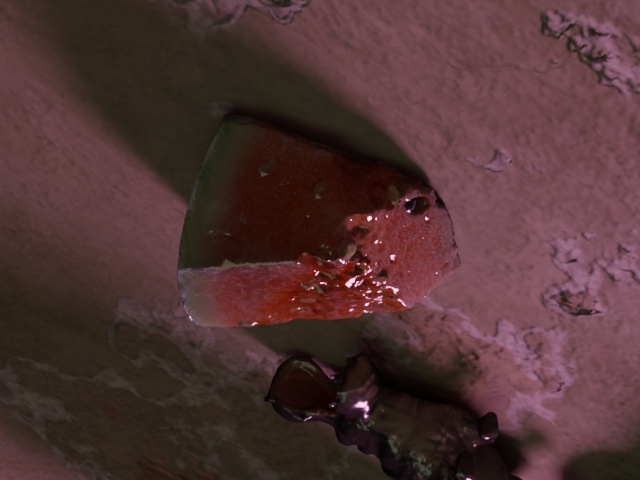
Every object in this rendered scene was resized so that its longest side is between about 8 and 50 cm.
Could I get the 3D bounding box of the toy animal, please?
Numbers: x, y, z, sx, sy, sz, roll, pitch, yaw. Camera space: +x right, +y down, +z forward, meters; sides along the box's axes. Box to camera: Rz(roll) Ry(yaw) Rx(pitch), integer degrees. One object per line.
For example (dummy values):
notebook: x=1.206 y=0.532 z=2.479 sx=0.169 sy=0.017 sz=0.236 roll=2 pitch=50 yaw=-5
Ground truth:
toy animal: x=0.111 y=0.221 z=1.419 sx=0.343 sy=0.106 sz=0.168 roll=38 pitch=147 yaw=-5

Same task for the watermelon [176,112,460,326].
watermelon: x=0.000 y=0.000 z=1.244 sx=0.256 sy=0.140 sz=0.193 roll=9 pitch=146 yaw=9
